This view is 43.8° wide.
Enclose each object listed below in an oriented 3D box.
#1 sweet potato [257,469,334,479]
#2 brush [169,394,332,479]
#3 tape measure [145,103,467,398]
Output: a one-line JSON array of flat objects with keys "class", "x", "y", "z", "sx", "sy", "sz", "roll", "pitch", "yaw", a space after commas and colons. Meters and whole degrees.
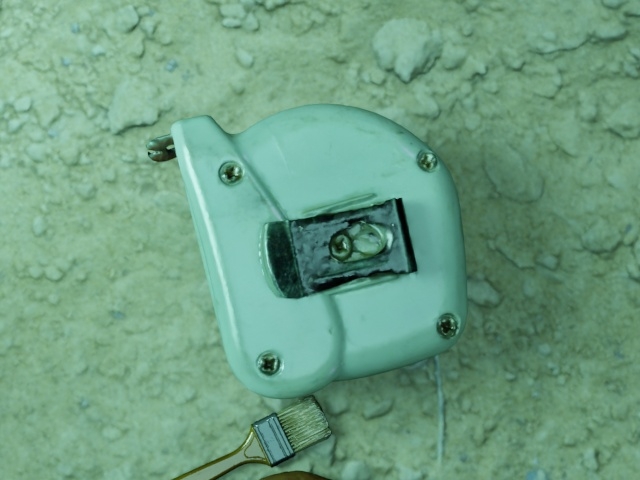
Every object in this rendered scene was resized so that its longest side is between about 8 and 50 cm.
[{"class": "sweet potato", "x": -0.028, "y": 0.229, "z": 0.681, "sx": 0.202, "sy": 0.055, "sz": 0.058, "roll": 0, "pitch": 56, "yaw": -2}, {"class": "brush", "x": -0.072, "y": 0.192, "z": 0.702, "sx": 0.170, "sy": 0.014, "sz": 0.043, "roll": -26, "pitch": 83, "yaw": -6}, {"class": "tape measure", "x": -0.001, "y": 0.000, "z": 0.676, "sx": 0.246, "sy": 0.125, "sz": 0.243, "roll": -15, "pitch": 84, "yaw": -5}]
